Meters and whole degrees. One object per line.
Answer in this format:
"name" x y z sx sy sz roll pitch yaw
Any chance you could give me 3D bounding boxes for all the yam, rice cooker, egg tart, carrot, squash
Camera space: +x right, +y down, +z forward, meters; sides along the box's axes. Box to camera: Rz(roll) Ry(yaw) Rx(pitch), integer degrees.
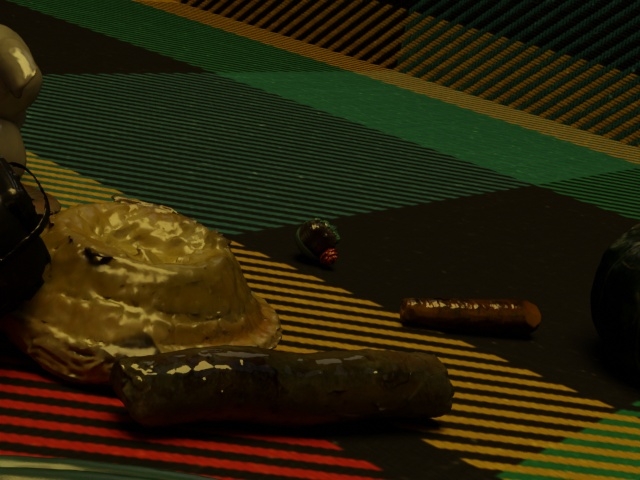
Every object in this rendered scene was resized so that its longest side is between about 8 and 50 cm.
"yam" -0.026 0.125 1.121 0.317 0.067 0.071 2 10 -29
"rice cooker" -0.317 0.013 1.092 0.203 0.118 0.142 -30 45 -7
"egg tart" -0.173 0.042 1.220 0.290 0.115 0.290 11 18 -3
"carrot" 0.166 0.082 1.462 0.170 0.042 0.042 5 18 -19
"squash" 0.425 0.072 1.454 0.252 0.165 0.252 9 17 -3

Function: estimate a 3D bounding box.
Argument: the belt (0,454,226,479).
"belt" -0.073 0.229 0.547 0.436 0.173 0.300 8 19 -14

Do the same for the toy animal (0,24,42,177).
"toy animal" -0.410 -0.161 1.585 0.127 0.193 0.178 11 18 -11

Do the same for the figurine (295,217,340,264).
"figurine" 0.000 0.000 1.614 0.060 0.047 0.106 49 9 -2

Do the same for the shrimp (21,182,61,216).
"shrimp" -0.404 -0.048 1.473 0.219 0.046 0.152 11 13 -6
